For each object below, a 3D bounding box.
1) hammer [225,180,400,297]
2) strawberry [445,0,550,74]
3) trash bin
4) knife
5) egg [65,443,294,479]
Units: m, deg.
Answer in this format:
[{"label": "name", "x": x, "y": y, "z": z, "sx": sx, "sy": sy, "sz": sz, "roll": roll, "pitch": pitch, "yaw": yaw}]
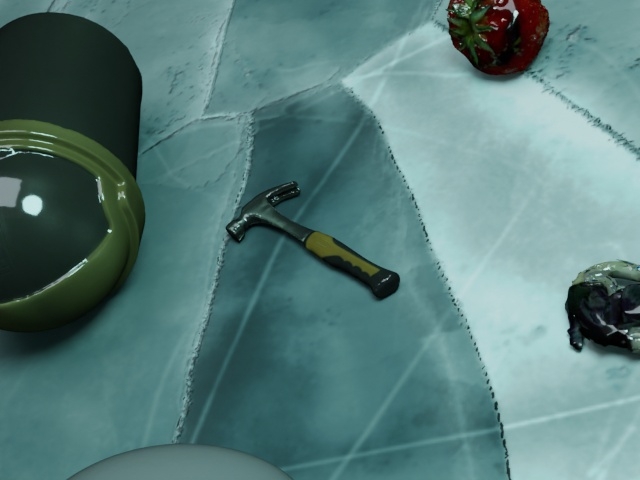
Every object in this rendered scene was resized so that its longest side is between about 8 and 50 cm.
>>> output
[{"label": "hammer", "x": 0.000, "y": 0.000, "z": 1.257, "sx": 0.078, "sy": 0.021, "sz": 0.201, "roll": -46, "pitch": 47, "yaw": -18}, {"label": "strawberry", "x": 0.178, "y": -0.209, "z": 1.314, "sx": 0.106, "sy": 0.106, "sz": 0.106, "roll": -14, "pitch": 46, "yaw": 14}, {"label": "trash bin", "x": -0.270, "y": -0.060, "z": 1.311, "sx": 0.214, "sy": 0.214, "sz": 0.334, "roll": -14, "pitch": 42, "yaw": 14}, {"label": "knife", "x": 0.359, "y": 0.044, "z": 1.026, "sx": 0.365, "sy": 0.043, "sz": 0.089, "roll": -2, "pitch": 55, "yaw": 23}, {"label": "egg", "x": -0.113, "y": 0.236, "z": 0.986, "sx": 0.231, "sy": 0.176, "sz": 0.176, "roll": -22, "pitch": 44, "yaw": -4}]
